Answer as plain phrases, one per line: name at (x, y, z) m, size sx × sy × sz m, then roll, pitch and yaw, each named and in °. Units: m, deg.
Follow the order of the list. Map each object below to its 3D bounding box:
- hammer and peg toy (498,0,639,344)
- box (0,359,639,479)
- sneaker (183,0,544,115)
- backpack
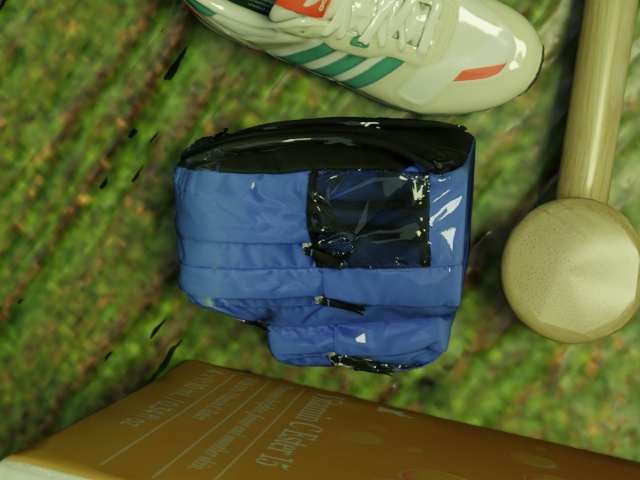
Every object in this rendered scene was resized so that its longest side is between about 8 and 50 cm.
hammer and peg toy at (0.241, -0.062, 0.431) m, size 0.361 × 0.127 × 0.266 m, roll -4°, pitch 93°, yaw 9°
box at (0.071, 0.172, 0.429) m, size 0.345 × 0.215 × 0.168 m, roll 12°, pitch 94°, yaw 7°
sneaker at (0.011, -0.091, 0.492) m, size 0.161 × 0.075 × 0.057 m, roll 19°, pitch 97°, yaw 8°
backpack at (0.000, 0.000, 0.490) m, size 0.120 × 0.098 × 0.101 m, roll 3°, pitch 98°, yaw 8°
